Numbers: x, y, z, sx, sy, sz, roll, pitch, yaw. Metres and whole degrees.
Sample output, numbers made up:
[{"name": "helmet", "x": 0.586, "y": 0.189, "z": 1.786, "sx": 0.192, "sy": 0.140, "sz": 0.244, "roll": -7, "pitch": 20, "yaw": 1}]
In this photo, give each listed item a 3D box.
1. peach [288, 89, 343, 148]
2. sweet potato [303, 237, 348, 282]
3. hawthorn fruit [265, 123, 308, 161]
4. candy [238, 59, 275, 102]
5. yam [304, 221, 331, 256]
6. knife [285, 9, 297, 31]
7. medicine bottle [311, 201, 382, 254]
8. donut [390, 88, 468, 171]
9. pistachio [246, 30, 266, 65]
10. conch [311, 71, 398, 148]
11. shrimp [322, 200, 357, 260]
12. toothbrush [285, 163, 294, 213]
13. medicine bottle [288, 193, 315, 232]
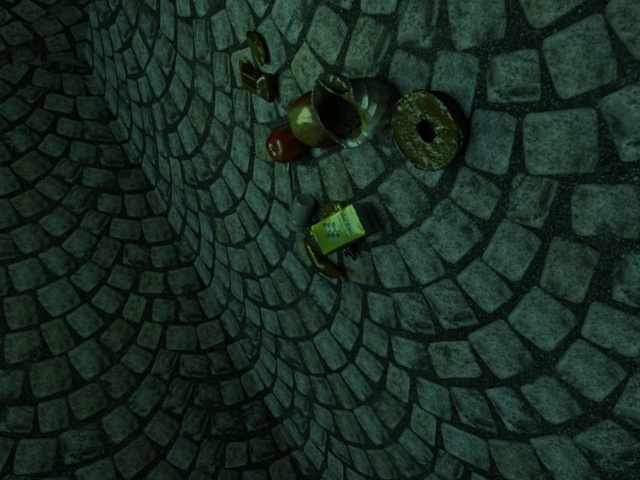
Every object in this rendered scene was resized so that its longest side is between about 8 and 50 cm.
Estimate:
[{"name": "peach", "x": -0.017, "y": -0.477, "z": 1.752, "sx": 0.256, "sy": 0.232, "sz": 0.233, "roll": 2, "pitch": 111, "yaw": 59}, {"name": "sweet potato", "x": 0.019, "y": 0.117, "z": 2.118, "sx": 0.346, "sy": 0.079, "sz": 0.108, "roll": 42, "pitch": 163, "yaw": 36}, {"name": "hawthorn fruit", "x": -0.152, "y": -0.426, "z": 1.968, "sx": 0.189, "sy": 0.189, "sz": 0.189, "roll": 26, "pitch": 127, "yaw": 39}, {"name": "candy", "x": -0.303, "y": -0.739, "z": 2.045, "sx": 0.271, "sy": 0.101, "sz": 0.143, "roll": 37, "pitch": 140, "yaw": 40}, {"name": "yam", "x": 0.000, "y": 0.000, "z": 2.077, "sx": 0.183, "sy": 0.107, "sz": 0.107, "roll": 49, "pitch": 140, "yaw": 29}, {"name": "knife", "x": -0.122, "y": -0.897, "z": 1.814, "sx": 0.027, "sy": 0.010, "sz": 0.096, "roll": 57, "pitch": 141, "yaw": 11}, {"name": "medicine bottle", "x": 0.107, "y": -0.049, "z": 1.847, "sx": 0.250, "sy": 0.141, "sz": 0.137, "roll": -28, "pitch": 80, "yaw": 37}, {"name": "donut", "x": 0.366, "y": -0.366, "z": 1.460, "sx": 0.272, "sy": 0.107, "sz": 0.272, "roll": 31, "pitch": 136, "yaw": 36}, {"name": "pistachio", "x": -0.277, "y": -0.866, "z": 1.981, "sx": 0.173, "sy": 0.049, "sz": 0.089, "roll": 61, "pitch": 165, "yaw": 3}, {"name": "conch", "x": 0.116, "y": -0.472, "z": 1.579, "sx": 0.324, "sy": 0.186, "sz": 0.263, "roll": 31, "pitch": 109, "yaw": -8}, {"name": "shrimp", "x": 0.098, "y": -0.043, "z": 1.974, "sx": 0.154, "sy": 0.062, "sz": 0.295, "roll": -32, "pitch": 83, "yaw": 46}, {"name": "toothbrush", "x": -0.154, "y": -0.291, "z": 2.158, "sx": 0.028, "sy": 0.037, "sz": 0.376, "roll": 24, "pitch": 129, "yaw": 44}, {"name": "medicine bottle", "x": -0.090, "y": -0.131, "z": 2.109, "sx": 0.105, "sy": 0.105, "sz": 0.168, "roll": 43, "pitch": 136, "yaw": 26}]
